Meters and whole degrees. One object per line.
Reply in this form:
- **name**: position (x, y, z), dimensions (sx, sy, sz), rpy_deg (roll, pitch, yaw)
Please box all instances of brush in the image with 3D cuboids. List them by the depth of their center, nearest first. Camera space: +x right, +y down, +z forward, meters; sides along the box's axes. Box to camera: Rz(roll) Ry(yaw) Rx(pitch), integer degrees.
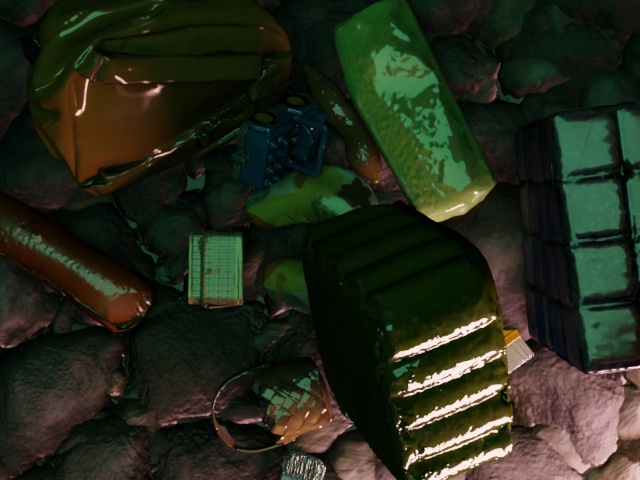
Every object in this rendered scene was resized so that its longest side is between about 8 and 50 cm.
- **brush**: position (0.241, 0.123, 1.508), dimensions (0.083, 0.011, 0.205), rpy_deg (-36, 102, 4)
- **brush**: position (-0.053, 0.428, 1.542), dimensions (0.070, 0.021, 0.196), rpy_deg (20, 92, 4)

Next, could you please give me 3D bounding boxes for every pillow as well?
- **pillow**: position (0.000, 0.000, 1.510), dimensions (0.214, 0.086, 0.233), rpy_deg (-11, 93, 13)

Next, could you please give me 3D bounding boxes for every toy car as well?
- **toy car**: position (-0.046, -0.140, 1.442), dimensions (0.100, 0.191, 0.097), rpy_deg (26, 126, 21)

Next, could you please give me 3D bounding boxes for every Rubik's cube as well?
- **Rubik's cube**: position (0.468, -0.021, 1.357), dimensions (0.343, 0.337, 0.345), rpy_deg (-5, 92, 3)

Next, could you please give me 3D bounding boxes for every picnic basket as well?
- **picnic basket**: position (-0.157, 0.041, 1.473), dimensions (0.079, 0.164, 0.115), rpy_deg (1, 90, -6)
- **picnic basket**: position (-0.076, 0.248, 1.482), dimensions (0.178, 0.138, 0.128), rpy_deg (-22, 90, -3)

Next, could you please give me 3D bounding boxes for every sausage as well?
- **sausage**: position (-0.406, 0.027, 1.516), dimensions (0.330, 0.102, 0.102), rpy_deg (32, 92, 2)

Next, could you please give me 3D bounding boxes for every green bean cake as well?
- **green bean cake**: position (0.127, 0.135, 1.334), dimensions (0.218, 0.319, 0.335), rpy_deg (-21, 124, -14)

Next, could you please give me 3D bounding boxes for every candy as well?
- **candy**: position (0.139, -0.193, 1.475), dimensions (0.142, 0.132, 0.344), rpy_deg (-26, 88, 21)

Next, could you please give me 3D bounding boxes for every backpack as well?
- **backpack**: position (-0.232, -0.231, 1.398), dimensions (0.378, 0.353, 0.201), rpy_deg (-14, 66, -27)

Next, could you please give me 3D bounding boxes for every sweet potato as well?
- **sweet potato**: position (0.039, -0.184, 1.513), dimensions (0.065, 0.051, 0.218), rpy_deg (-25, 80, -39)
